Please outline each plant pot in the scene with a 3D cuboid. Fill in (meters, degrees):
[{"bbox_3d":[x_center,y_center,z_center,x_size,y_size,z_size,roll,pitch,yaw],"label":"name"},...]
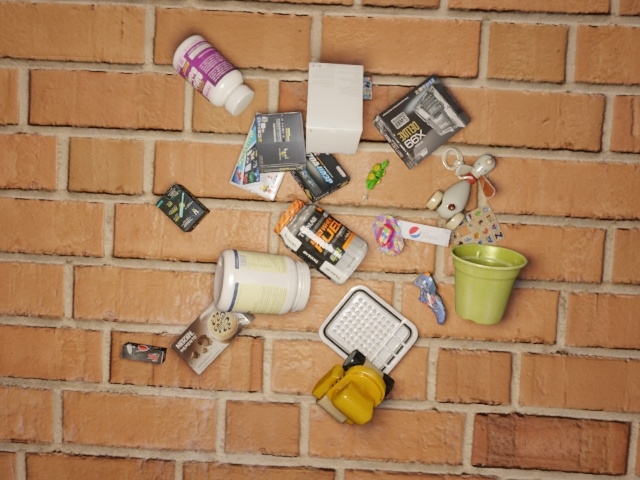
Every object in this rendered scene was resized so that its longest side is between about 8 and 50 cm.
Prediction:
[{"bbox_3d":[0.626,0.173,1.749,0.276,0.276,0.253,3,107,1],"label":"plant pot"}]

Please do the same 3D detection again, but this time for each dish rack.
[{"bbox_3d":[0.191,0.369,1.847,0.333,0.072,0.285,39,93,-1],"label":"dish rack"}]

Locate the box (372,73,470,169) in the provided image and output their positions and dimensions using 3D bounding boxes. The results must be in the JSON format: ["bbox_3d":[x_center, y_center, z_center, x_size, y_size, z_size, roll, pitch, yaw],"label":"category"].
[{"bbox_3d":[0.393,-0.460,1.769,0.307,0.076,0.242,-38,91,-14],"label":"box"}]

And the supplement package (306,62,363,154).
[{"bbox_3d":[0.048,-0.483,1.687,0.200,0.198,0.262,3,75,-2],"label":"supplement package"}]

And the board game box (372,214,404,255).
[{"bbox_3d":[0.258,-0.016,1.806,0.033,0.133,0.168,-17,93,-42],"label":"board game box"}]

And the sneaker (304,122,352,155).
[{"bbox_3d":[0.052,-0.428,1.813,0.235,0.090,0.094,37,83,-2],"label":"sneaker"}]

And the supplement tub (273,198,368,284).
[{"bbox_3d":[0.000,0.000,1.767,0.338,0.207,0.207,36,92,-1],"label":"supplement tub"}]

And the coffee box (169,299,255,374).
[{"bbox_3d":[-0.431,0.366,1.831,0.168,0.119,0.297,45,92,1],"label":"coffee box"}]

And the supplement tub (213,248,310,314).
[{"bbox_3d":[-0.225,0.162,1.728,0.325,0.235,0.235,8,93,-22],"label":"supplement tub"}]

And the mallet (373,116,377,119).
[{"bbox_3d":[0.285,-0.425,1.835,0.039,0.062,0.189,-42,76,1],"label":"mallet"}]

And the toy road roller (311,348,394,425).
[{"bbox_3d":[0.107,0.601,1.732,0.202,0.240,0.329,40,118,0],"label":"toy road roller"}]

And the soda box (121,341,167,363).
[{"bbox_3d":[-0.726,0.463,1.874,0.169,0.053,0.060,9,93,0],"label":"soda box"}]

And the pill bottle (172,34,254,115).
[{"bbox_3d":[-0.409,-0.631,1.767,0.301,0.169,0.169,43,92,0],"label":"pill bottle"}]

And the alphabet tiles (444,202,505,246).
[{"bbox_3d":[0.647,-0.003,1.856,0.198,0.009,0.237,-26,92,2],"label":"alphabet tiles"}]

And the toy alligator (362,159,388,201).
[{"bbox_3d":[0.207,-0.247,1.834,0.051,0.056,0.189,35,95,41],"label":"toy alligator"}]

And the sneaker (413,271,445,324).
[{"bbox_3d":[0.444,0.238,1.842,0.087,0.083,0.221,-22,86,15],"label":"sneaker"}]

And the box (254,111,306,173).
[{"bbox_3d":[-0.153,-0.375,1.739,0.184,0.059,0.232,-4,72,-3],"label":"box"}]

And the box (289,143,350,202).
[{"bbox_3d":[-0.017,-0.276,1.780,0.175,0.051,0.220,-31,75,-19],"label":"box"}]

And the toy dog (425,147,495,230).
[{"bbox_3d":[0.557,-0.203,1.768,0.220,0.161,0.333,20,91,-1],"label":"toy dog"}]

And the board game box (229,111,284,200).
[{"bbox_3d":[-0.221,-0.336,1.833,0.193,0.053,0.305,22,92,-1],"label":"board game box"}]

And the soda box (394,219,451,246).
[{"bbox_3d":[0.405,-0.030,1.825,0.216,0.074,0.069,12,93,1],"label":"soda box"}]

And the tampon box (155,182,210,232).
[{"bbox_3d":[-0.549,-0.129,1.822,0.161,0.101,0.120,44,93,-2],"label":"tampon box"}]

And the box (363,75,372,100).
[{"bbox_3d":[0.139,-0.613,1.829,0.137,0.027,0.093,1,94,1],"label":"box"}]
